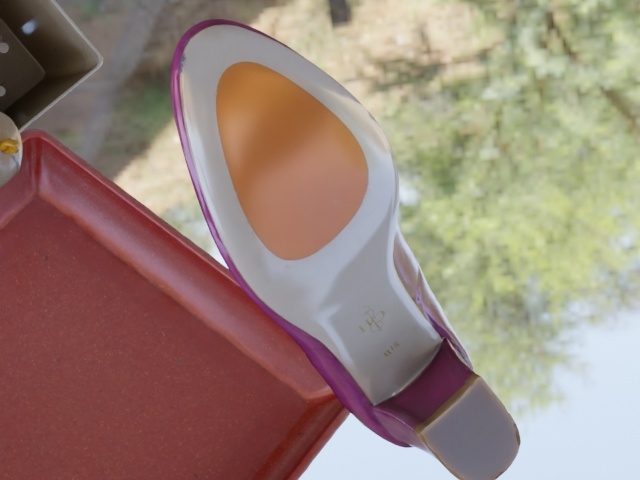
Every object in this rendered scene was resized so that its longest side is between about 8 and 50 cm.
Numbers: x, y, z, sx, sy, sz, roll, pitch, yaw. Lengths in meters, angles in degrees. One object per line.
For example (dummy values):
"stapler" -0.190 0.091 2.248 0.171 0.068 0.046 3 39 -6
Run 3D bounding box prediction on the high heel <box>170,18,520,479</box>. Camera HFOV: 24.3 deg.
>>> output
"high heel" 0.000 0.000 0.640 0.082 0.244 0.117 -44 -152 -6

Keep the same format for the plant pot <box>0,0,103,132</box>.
"plant pot" -0.234 -0.128 1.035 0.109 0.109 0.096 -42 -168 -15

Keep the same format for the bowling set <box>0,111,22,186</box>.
"bowling set" -0.239 -0.094 0.732 0.287 0.199 0.154 -11 144 39

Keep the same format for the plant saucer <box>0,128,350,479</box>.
"plant saucer" -0.148 0.101 0.834 0.258 0.259 0.047 -50 171 -27
